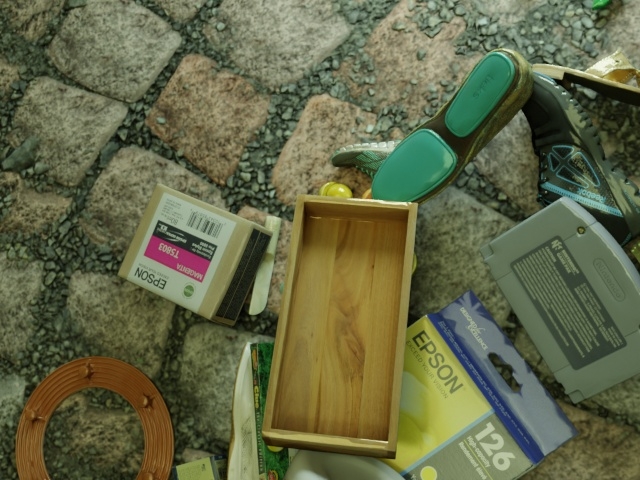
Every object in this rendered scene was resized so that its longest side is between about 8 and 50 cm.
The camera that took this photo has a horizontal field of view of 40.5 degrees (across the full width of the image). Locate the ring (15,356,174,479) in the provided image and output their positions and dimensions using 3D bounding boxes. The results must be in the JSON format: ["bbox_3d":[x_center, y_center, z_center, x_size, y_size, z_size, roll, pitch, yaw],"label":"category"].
[{"bbox_3d":[-0.433,0.387,1.636,0.337,0.032,0.336,-3,79,16],"label":"ring"}]

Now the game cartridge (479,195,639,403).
[{"bbox_3d":[0.410,0.090,1.386,0.198,0.062,0.297,-34,81,26],"label":"game cartridge"}]

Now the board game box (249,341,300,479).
[{"bbox_3d":[-0.050,0.304,1.495,0.030,0.136,0.259,-21,71,55],"label":"board game box"}]

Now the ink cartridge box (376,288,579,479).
[{"bbox_3d":[0.213,0.286,1.452,0.307,0.072,0.303,-38,72,9],"label":"ink cartridge box"}]

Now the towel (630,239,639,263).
[{"bbox_3d":[0.583,0.014,1.392,0.148,0.027,0.110,-32,105,10],"label":"towel"}]

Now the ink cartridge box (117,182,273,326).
[{"bbox_3d":[-0.231,0.024,1.593,0.235,0.088,0.193,21,86,27],"label":"ink cartridge box"}]

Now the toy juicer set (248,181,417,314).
[{"bbox_3d":[0.000,0.000,1.548,0.329,0.089,0.209,-13,78,14],"label":"toy juicer set"}]

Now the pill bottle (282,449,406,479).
[{"bbox_3d":[-0.016,0.548,1.368,0.229,0.229,0.407,29,102,18],"label":"pill bottle"}]

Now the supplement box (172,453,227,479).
[{"bbox_3d":[-0.208,0.433,1.550,0.083,0.056,0.083,-19,76,12],"label":"supplement box"}]

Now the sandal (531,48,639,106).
[{"bbox_3d":[0.479,-0.287,1.464,0.240,0.088,0.079,17,88,23],"label":"sandal"}]

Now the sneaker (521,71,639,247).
[{"bbox_3d":[0.402,-0.130,1.438,0.140,0.125,0.341,-33,73,10],"label":"sneaker"}]

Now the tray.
[{"bbox_3d":[0.038,0.129,1.393,0.203,0.076,0.411,5,66,7],"label":"tray"}]

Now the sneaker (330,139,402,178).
[{"bbox_3d":[0.100,-0.136,1.559,0.166,0.065,0.076,-3,84,17],"label":"sneaker"}]

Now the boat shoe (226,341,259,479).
[{"bbox_3d":[-0.107,0.318,1.527,0.096,0.098,0.277,3,87,2],"label":"boat shoe"}]

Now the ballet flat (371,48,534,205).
[{"bbox_3d":[0.229,-0.171,1.464,0.123,0.123,0.348,49,115,17],"label":"ballet flat"}]

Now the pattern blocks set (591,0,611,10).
[{"bbox_3d":[0.450,-0.561,1.549,0.285,0.026,0.325,-31,74,9],"label":"pattern blocks set"}]
